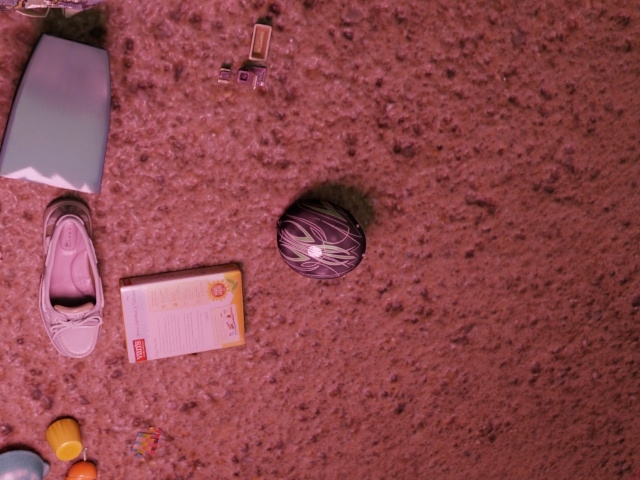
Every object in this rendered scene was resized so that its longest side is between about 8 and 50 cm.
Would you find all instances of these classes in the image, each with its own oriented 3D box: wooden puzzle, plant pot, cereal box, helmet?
[{"bbox_3d":[-0.376,0.436,1.749,0.049,0.006,0.083,14,107,-24],"label":"wooden puzzle"},{"bbox_3d":[-0.438,-0.221,1.365,0.165,0.165,0.234,10,101,-22],"label":"plant pot"},{"bbox_3d":[-0.276,0.145,1.635,0.240,0.047,0.173,-7,114,-16],"label":"cereal box"},{"bbox_3d":[0.000,0.000,1.601,0.169,0.161,0.170,-7,114,-16],"label":"helmet"}]

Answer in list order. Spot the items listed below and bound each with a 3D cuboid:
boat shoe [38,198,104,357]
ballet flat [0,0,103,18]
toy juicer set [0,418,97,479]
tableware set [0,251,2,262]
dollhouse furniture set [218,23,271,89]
[{"bbox_3d":[-0.464,0.086,1.514,0.118,0.103,0.321,-1,112,-18],"label":"boat shoe"},{"bbox_3d":[-0.442,-0.400,1.345,0.188,0.070,0.070,-1,112,-17],"label":"ballet flat"},{"bbox_3d":[-0.617,0.509,1.661,0.329,0.089,0.209,-28,131,-15],"label":"toy juicer set"},{"bbox_3d":[-0.639,0.009,1.425,0.141,0.020,0.169,-5,147,-19],"label":"tableware set"},{"bbox_3d":[-0.127,-0.331,1.462,0.091,0.081,0.114,5,110,-21],"label":"dollhouse furniture set"}]
